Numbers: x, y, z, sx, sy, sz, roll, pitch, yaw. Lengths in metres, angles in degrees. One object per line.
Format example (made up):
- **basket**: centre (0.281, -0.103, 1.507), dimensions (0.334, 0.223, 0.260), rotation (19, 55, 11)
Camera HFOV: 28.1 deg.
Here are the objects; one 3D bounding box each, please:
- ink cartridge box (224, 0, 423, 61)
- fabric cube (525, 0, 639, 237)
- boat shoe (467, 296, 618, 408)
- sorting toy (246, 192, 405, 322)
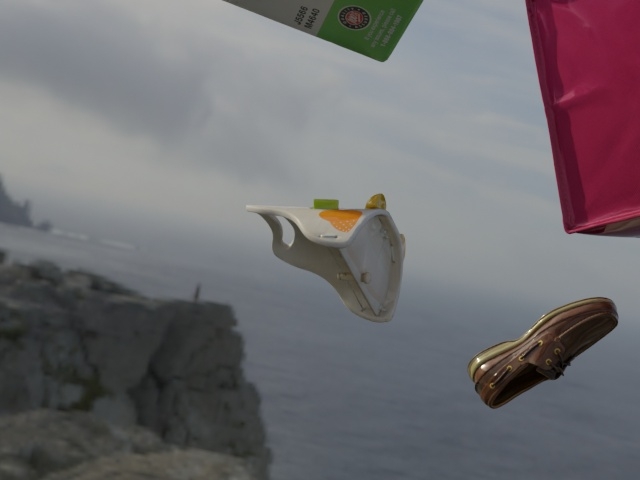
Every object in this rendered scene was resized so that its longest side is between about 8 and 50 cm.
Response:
- **ink cartridge box**: centre (-0.036, -0.269, 0.948), dimensions (0.273, 0.115, 0.198), rotation (19, -27, -8)
- **fabric cube**: centre (0.386, -0.148, 1.239), dimensions (0.254, 0.259, 0.258), rotation (-16, -13, 41)
- **boat shoe**: centre (0.245, 0.124, 1.377), dimensions (0.064, 0.178, 0.060), rotation (45, 21, -41)
- **sorting toy**: centre (0.000, 0.000, 0.676), dimensions (0.075, 0.045, 0.083), rotation (11, -26, 25)
